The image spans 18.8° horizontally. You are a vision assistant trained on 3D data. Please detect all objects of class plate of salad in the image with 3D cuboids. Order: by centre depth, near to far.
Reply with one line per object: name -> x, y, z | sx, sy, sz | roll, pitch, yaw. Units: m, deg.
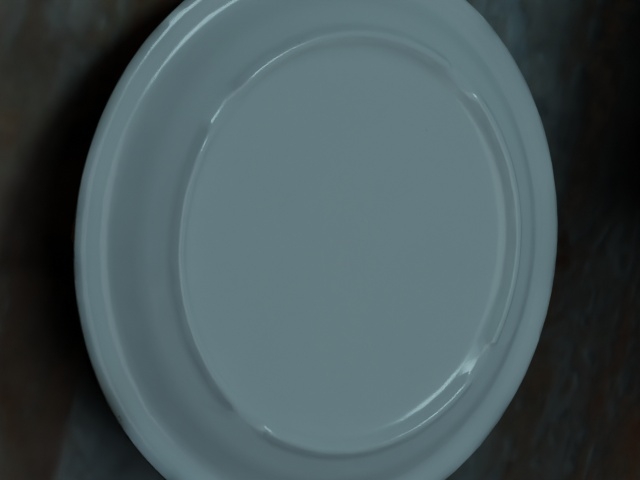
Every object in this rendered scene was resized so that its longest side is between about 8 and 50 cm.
plate of salad -> 0.000, 0.000, 0.663 | 0.200, 0.048, 0.199 | -3, 95, -35
